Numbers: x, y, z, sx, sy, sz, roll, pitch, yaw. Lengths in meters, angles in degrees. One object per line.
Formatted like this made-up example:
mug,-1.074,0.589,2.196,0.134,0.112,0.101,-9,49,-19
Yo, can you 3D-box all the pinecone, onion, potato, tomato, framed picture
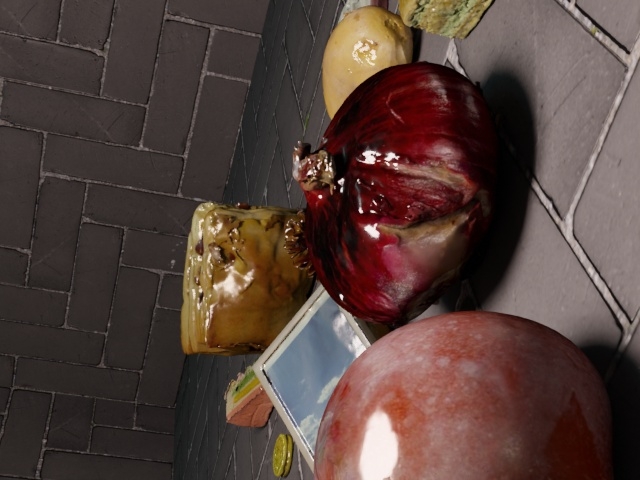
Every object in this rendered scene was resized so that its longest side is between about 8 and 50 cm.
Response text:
pinecone,0.001,0.000,1.659,0.140,0.121,0.140,-39,40,44
onion,0.074,-0.053,1.120,0.314,0.232,0.313,-171,90,-76
potato,0.069,-0.267,1.555,0.150,0.146,0.234,-52,-10,-40
tomato,0.108,0.188,0.806,0.270,0.227,0.270,-168,90,-79
framed picture,0.023,0.202,1.276,0.189,0.023,0.260,-51,54,25

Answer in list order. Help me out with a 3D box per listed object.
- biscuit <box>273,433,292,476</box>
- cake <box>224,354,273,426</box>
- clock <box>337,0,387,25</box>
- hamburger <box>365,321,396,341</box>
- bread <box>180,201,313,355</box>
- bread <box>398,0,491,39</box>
biscuit,-0.073,0.418,1.905,0.084,0.023,0.084,-171,90,-76
cake,-0.117,0.317,2.145,0.225,0.090,0.109,-47,28,34
clock,0.064,-0.374,1.815,0.244,0.056,0.244,-170,90,-77
hamburger,0.034,0.200,1.388,0.191,0.118,0.181,108,167,-47
bread,-0.125,0.094,1.918,0.167,0.278,0.324,33,116,51
bread,0.170,-0.359,1.229,0.196,0.102,0.138,131,144,-65
